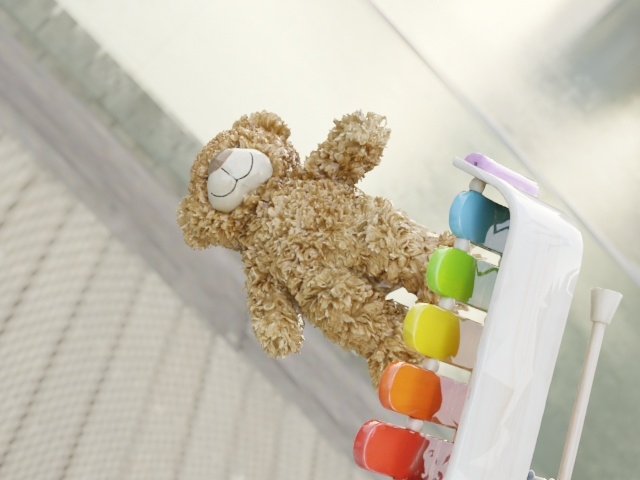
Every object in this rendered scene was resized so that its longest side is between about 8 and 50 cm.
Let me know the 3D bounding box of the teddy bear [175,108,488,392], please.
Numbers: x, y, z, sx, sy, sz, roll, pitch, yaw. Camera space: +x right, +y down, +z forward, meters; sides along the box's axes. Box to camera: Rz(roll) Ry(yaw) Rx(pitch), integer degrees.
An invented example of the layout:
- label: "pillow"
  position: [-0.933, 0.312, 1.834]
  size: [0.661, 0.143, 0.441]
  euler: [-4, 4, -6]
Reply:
- label: "teddy bear"
  position: [0.000, 0.000, 1.755]
  size: [0.338, 0.245, 0.113]
  euler: [53, 25, 19]

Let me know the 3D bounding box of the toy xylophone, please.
- label: "toy xylophone"
  position: [0.145, 0.102, 1.520]
  size: [0.081, 0.323, 0.236]
  euler: [11, -14, 37]

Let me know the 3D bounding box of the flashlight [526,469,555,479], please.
- label: "flashlight"
  position: [0.233, 0.383, 1.914]
  size: [0.103, 0.103, 0.304]
  euler: [-35, 124, -41]
